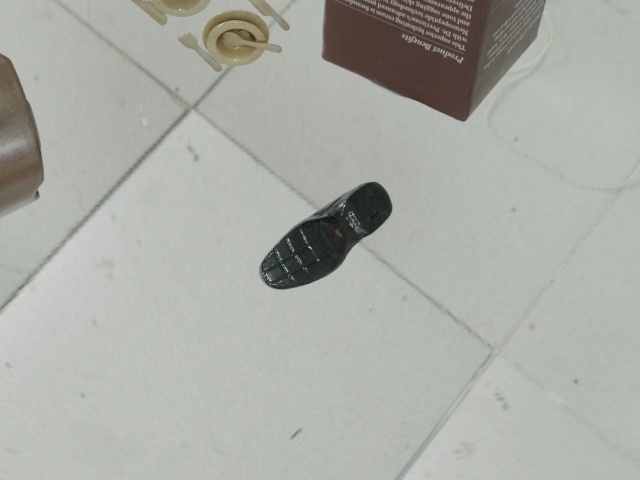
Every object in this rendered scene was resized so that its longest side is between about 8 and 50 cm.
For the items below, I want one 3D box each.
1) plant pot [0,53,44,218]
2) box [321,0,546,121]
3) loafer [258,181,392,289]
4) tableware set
[{"bbox_3d":[-0.248,-0.050,0.544,0.165,0.167,0.167,-27,78,-28],"label":"plant pot"},{"bbox_3d":[0.115,-0.259,0.971,0.168,0.203,0.167,28,53,19],"label":"box"},{"bbox_3d":[0.000,0.000,1.084,0.170,0.061,0.062,-33,98,-27],"label":"loafer"},{"bbox_3d":[-0.137,-0.274,1.276,0.128,0.194,0.039,-26,49,25],"label":"tableware set"}]
